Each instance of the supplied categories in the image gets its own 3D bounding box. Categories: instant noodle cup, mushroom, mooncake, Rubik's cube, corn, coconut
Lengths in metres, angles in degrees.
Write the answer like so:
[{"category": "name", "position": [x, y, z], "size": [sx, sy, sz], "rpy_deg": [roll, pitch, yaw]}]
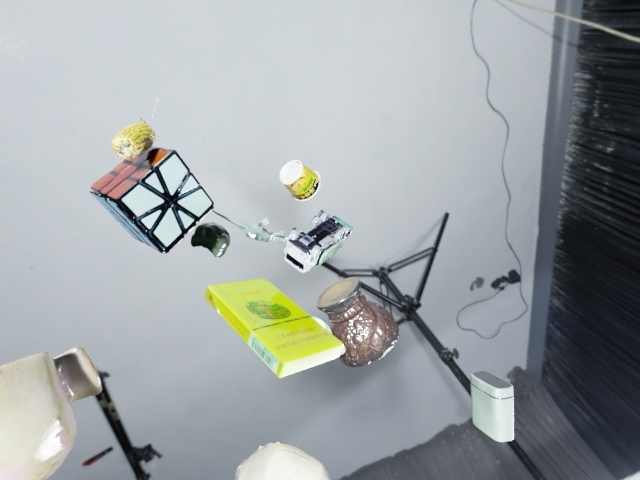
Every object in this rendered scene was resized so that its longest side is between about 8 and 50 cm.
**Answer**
[{"category": "instant noodle cup", "position": [-0.091, -0.254, 1.677], "size": [0.151, 0.151, 0.122], "rpy_deg": [-45, 144, 8]}, {"category": "mushroom", "position": [-0.432, 0.272, 0.590], "size": [0.236, 0.162, 0.173], "rpy_deg": [-30, 173, -44]}, {"category": "mooncake", "position": [-0.506, 0.001, 1.839], "size": [0.175, 0.104, 0.169], "rpy_deg": [-7, 100, 11]}, {"category": "Rubik's cube", "position": [-0.633, -0.162, 1.528], "size": [0.293, 0.283, 0.288], "rpy_deg": [-47, 134, -23]}, {"category": "corn", "position": [-0.638, -0.348, 1.388], "size": [0.106, 0.293, 0.106], "rpy_deg": [-4, 115, -10]}, {"category": "coconut", "position": [-0.100, 0.613, 0.983], "size": [0.230, 0.227, 0.227], "rpy_deg": [28, 107, -3]}]

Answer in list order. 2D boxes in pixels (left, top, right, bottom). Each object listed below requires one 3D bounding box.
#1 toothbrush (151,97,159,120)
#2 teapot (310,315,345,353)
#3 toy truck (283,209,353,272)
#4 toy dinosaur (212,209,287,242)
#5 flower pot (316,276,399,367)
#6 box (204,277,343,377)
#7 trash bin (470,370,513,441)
[{"category": "toothbrush", "position": [-0.624, -0.495, 1.517], "size": [0.006, 0.008, 0.097], "rpy_deg": [19, 75, -34]}, {"category": "teapot", "position": [-0.018, 0.317, 1.340], "size": [0.226, 0.145, 0.092], "rpy_deg": [27, 124, 1]}, {"category": "toy truck", "position": [0.000, 0.000, 1.203], "size": [0.253, 0.114, 0.124], "rpy_deg": [-36, 152, -44]}, {"category": "toy dinosaur", "position": [-0.322, -0.056, 1.881], "size": [0.392, 0.205, 0.092], "rpy_deg": [13, 80, -9]}, {"category": "flower pot", "position": [0.129, 0.301, 1.549], "size": [0.266, 0.266, 0.267], "rpy_deg": [-32, 105, 1]}, {"category": "box", "position": [-0.123, 0.194, 0.990], "size": [0.187, 0.335, 0.047], "rpy_deg": [-4, 117, -44]}, {"category": "trash bin", "position": [0.425, 0.408, 1.001], "size": [0.059, 0.116, 0.130], "rpy_deg": [-4, 93, -14]}]
